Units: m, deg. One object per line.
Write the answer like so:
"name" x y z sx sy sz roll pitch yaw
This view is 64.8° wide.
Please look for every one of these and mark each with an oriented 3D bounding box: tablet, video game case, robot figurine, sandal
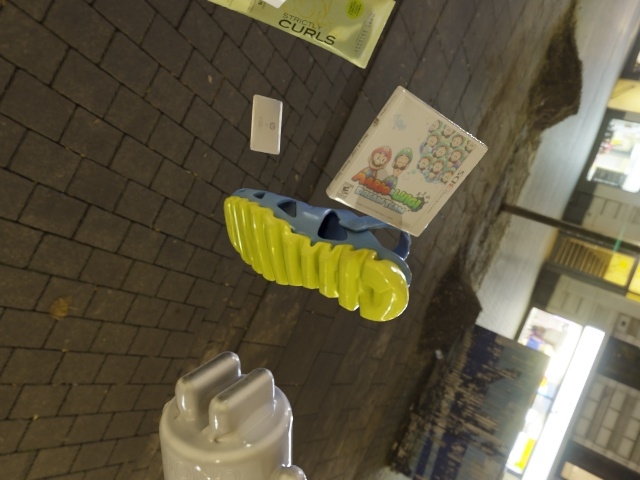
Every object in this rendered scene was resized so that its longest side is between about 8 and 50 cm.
"tablet" -0.082 -0.177 0.773 0.054 0.006 0.083 3 92 -42
"video game case" 0.105 -0.085 0.597 0.157 0.019 0.143 21 115 -35
"robot figurine" -0.145 0.358 0.802 0.200 0.300 0.353 -23 121 -46
"sandal" 0.000 0.000 0.727 0.138 0.318 0.126 -45 150 -41

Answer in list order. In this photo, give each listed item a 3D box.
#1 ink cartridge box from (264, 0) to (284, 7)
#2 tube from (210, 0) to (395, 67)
"ink cartridge box" -0.057 -0.277 0.427 0.090 0.092 0.143 -32 162 31
"tube" -0.028 -0.291 0.619 0.240 0.070 0.062 11 79 -24
